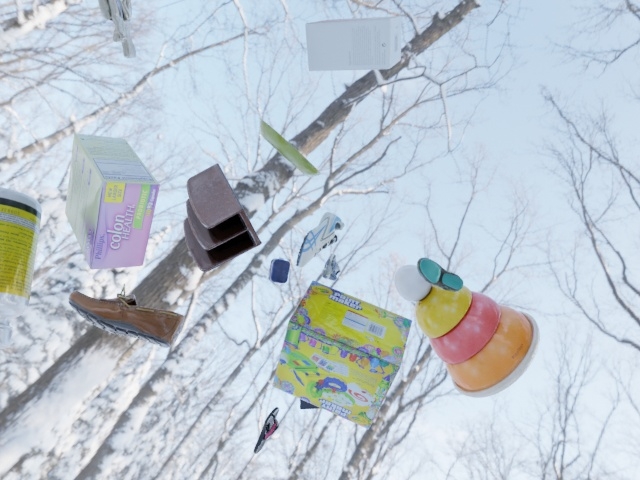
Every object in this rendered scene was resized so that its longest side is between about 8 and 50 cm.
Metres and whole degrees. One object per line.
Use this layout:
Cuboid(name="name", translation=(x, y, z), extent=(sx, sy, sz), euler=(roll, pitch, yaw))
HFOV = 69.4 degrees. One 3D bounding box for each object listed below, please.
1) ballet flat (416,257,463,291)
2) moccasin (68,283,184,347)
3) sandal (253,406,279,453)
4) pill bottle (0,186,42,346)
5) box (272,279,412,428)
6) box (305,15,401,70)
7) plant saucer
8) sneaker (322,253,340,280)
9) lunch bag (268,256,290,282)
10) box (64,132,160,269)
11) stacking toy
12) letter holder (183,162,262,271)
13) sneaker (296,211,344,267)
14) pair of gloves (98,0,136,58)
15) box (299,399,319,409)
Cuboid(name="ballet flat", translation=(0.336, 0.104, 1.361), extent=(0.188, 0.070, 0.070), euler=(30, -35, -26))
Cuboid(name="moccasin", translation=(-0.650, 0.237, 1.552), extent=(0.380, 0.147, 0.139), euler=(14, -30, 4))
Cuboid(name="sandal", translation=(-0.169, 0.636, 1.540), extent=(0.040, 0.067, 0.179), euler=(25, -83, 24))
Cuboid(name="pill bottle", translation=(-0.733, 0.063, 1.004), extent=(0.188, 0.334, 0.188), euler=(-3, -18, -1))
Cuboid(name="box", translation=(0.053, 0.307, 1.245), extent=(0.290, 0.177, 0.279), euler=(22, -54, 8))
Cuboid(name="box", translation=(0.071, -0.405, 0.947), extent=(0.170, 0.130, 0.091), euler=(5, -61, 17))
Cuboid(name="plant saucer", translation=(-0.098, -0.266, 1.380), extent=(0.241, 0.037, 0.241), euler=(42, 4, -4))
Cuboid(name="sneaker", translation=(0.047, 0.105, 1.752), extent=(0.058, 0.135, 0.052), euler=(27, -51, -9))
Cuboid(name="lunch bag", translation=(-0.156, 0.109, 1.716), extent=(0.067, 0.098, 0.065), euler=(13, -6, -19))
Cuboid(name="box", translation=(-0.479, -0.092, 1.047), extent=(0.243, 0.117, 0.213), euler=(44, -57, 39))
Cuboid(name="stacking toy", translation=(0.437, 0.243, 1.528), extent=(0.480, 0.350, 0.350), euler=(43, -40, -7))
Cuboid(name="letter holder", translation=(-0.351, -0.074, 1.456), extent=(0.302, 0.214, 0.152), euler=(54, -10, 46))
Cuboid(name="sneaker", translation=(0.000, 0.000, 1.435), extent=(0.086, 0.237, 0.085), euler=(30, -38, 8))
Cuboid(name="pair of gloves", translation=(-0.411, -0.493, 0.940), extent=(0.240, 0.042, 0.204), euler=(-141, -136, -75))
Cuboid(name="box", translation=(0.011, 0.466, 1.526), extent=(0.158, 0.156, 0.093), euler=(-5, -10, 8))
